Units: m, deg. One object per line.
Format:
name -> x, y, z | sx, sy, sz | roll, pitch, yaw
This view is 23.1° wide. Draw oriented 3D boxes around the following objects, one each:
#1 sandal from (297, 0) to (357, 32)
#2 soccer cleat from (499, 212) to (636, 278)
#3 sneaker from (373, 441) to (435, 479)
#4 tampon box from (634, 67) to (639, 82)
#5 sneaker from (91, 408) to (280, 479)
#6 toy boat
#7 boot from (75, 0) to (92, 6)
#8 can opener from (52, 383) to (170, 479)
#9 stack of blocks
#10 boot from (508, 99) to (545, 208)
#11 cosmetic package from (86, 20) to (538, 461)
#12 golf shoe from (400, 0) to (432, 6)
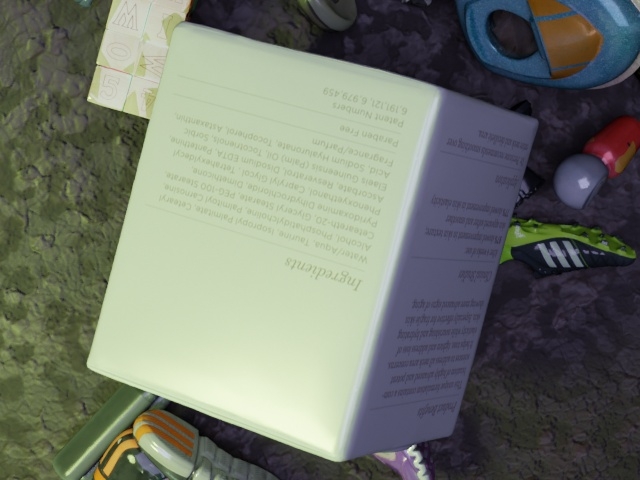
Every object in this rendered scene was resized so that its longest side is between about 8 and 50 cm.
sandal -> -0.014, -0.394, 1.842 | 0.086, 0.120, 0.302 | -16, 109, 35
soccer cleat -> 0.302, 0.015, 1.950 | 0.179, 0.060, 0.072 | 11, 115, -3
sneaker -> 0.051, 0.224, 1.950 | 0.104, 0.095, 0.236 | -36, 92, 7
tampon box -> 0.403, -0.266, 1.879 | 0.101, 0.120, 0.161 | -38, 97, 2
sneaker -> -0.147, 0.359, 1.954 | 0.321, 0.124, 0.180 | 38, 108, -10
toy boat -> 0.286, -0.196, 1.816 | 0.148, 0.267, 0.318 | -43, 120, -32
boot -> -0.268, -0.377, 1.875 | 0.086, 0.069, 0.190 | 31, 92, -27
can opener -> -0.230, 0.186, 1.950 | 0.093, 0.074, 0.280 | 41, 93, 28
stack of blocks -> -0.186, -0.298, 1.827 | 0.087, 0.171, 0.297 | 16, 97, -4
boot -> 0.238, -0.101, 1.933 | 0.121, 0.045, 0.099 | -41, 95, 10
cosmetic package -> 0.000, 0.000, 1.735 | 0.327, 0.329, 0.393 | 17, 95, 24
golf shoe -> 0.088, -0.416, 1.871 | 0.120, 0.105, 0.273 | -37, 103, -14
